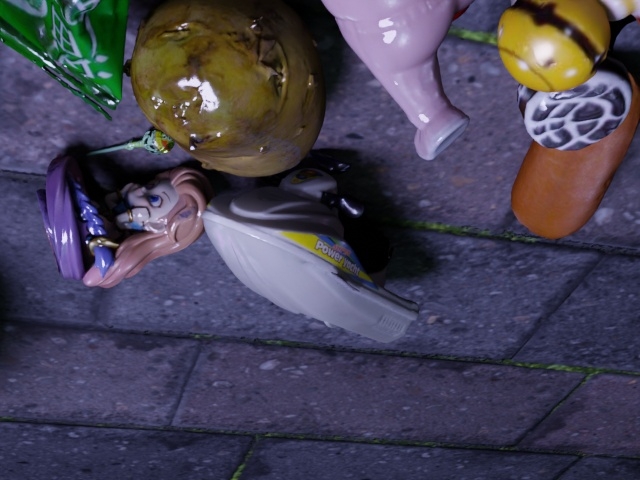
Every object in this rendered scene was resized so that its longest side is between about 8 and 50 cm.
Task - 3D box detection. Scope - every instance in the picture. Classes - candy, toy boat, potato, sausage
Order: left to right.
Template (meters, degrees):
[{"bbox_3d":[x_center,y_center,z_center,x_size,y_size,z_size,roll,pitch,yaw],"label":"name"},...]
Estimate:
[{"bbox_3d":[-0.163,-0.182,0.645,0.141,0.078,0.203,42,136,7],"label":"candy"},{"bbox_3d":[-0.162,-0.080,0.871,0.083,0.025,0.023,-9,118,22],"label":"candy"},{"bbox_3d":[-0.065,-0.115,0.742,0.137,0.137,0.176,-9,166,7],"label":"potato"},{"bbox_3d":[-0.001,0.008,0.915,0.141,0.140,0.269,-15,148,14],"label":"toy boat"},{"bbox_3d":[0.217,-0.076,0.872,0.076,0.076,0.197,1,144,-8],"label":"sausage"}]

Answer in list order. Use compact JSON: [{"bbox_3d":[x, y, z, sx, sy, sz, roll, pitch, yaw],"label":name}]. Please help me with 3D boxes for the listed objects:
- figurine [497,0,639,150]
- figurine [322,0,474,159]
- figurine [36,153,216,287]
[{"bbox_3d":[0.187,-0.221,0.554,0.320,0.196,0.323,-45,159,-17],"label":"figurine"},{"bbox_3d":[0.011,-0.191,0.573,0.176,0.186,0.287,-50,134,-9],"label":"figurine"},{"bbox_3d":[-0.169,-0.014,0.885,0.157,0.126,0.114,1,114,-29],"label":"figurine"}]
